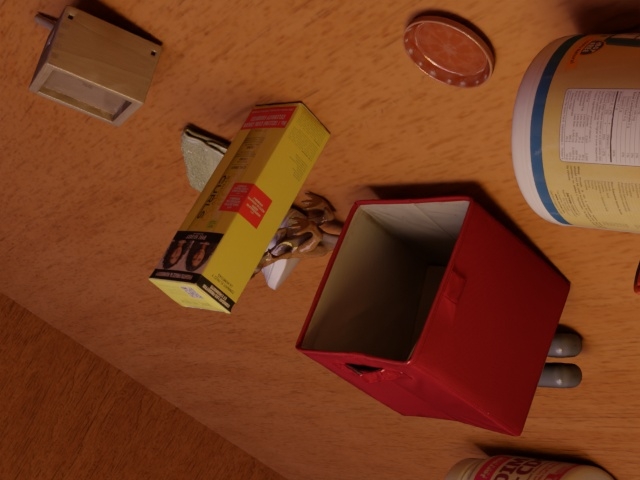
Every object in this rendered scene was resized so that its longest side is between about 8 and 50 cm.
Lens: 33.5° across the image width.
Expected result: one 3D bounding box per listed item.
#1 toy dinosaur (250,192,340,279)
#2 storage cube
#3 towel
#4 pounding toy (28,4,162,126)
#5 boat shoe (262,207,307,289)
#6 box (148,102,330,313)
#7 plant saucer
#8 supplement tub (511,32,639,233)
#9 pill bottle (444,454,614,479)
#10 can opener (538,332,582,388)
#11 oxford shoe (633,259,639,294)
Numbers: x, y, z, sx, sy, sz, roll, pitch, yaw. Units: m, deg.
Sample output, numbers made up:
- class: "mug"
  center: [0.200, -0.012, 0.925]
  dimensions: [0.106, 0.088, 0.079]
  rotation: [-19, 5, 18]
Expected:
- class: "toy dinosaur"
  center: [0.000, 0.000, 1.318]
  dimensions: [0.211, 0.064, 0.112]
  rotation: [-6, 140, -1]
- class: "storage cube"
  center: [0.126, 0.080, 1.159]
  dimensions: [0.193, 0.215, 0.183]
  rotation: [37, 157, -34]
- class: "towel"
  center: [-0.125, -0.084, 1.343]
  dimensions: [0.110, 0.027, 0.148]
  rotation: [26, 158, 10]
- class: "pounding toy"
  center: [-0.260, -0.203, 1.185]
  dimensions: [0.130, 0.100, 0.141]
  rotation: [22, 164, -20]
- class: "boat shoe"
  center: [-0.062, 0.005, 1.414]
  dimensions: [0.063, 0.066, 0.184]
  rotation: [36, 160, 12]
- class: "box"
  center: [-0.082, -0.037, 1.117]
  dimensions: [0.087, 0.232, 0.058]
  rotation: [5, 148, 48]
- class: "plant saucer"
  center: [0.110, -0.162, 0.907]
  dimensions: [0.083, 0.013, 0.083]
  rotation: [25, 157, 12]
- class: "supplement tub"
  center: [0.252, -0.074, 0.748]
  dimensions: [0.199, 0.144, 0.144]
  rotation: [8, 150, 42]
- class: "pill bottle"
  center: [0.333, 0.432, 1.720]
  dimensions: [0.160, 0.160, 0.283]
  rotation: [40, 155, -24]
- class: "can opener"
  center: [0.233, 0.149, 1.379]
  dimensions: [0.093, 0.074, 0.280]
  rotation: [1, 175, -31]
- class: "oxford shoe"
  center: [0.356, 0.006, 0.868]
  dimensions: [0.098, 0.097, 0.271]
  rotation: [27, 159, -9]
